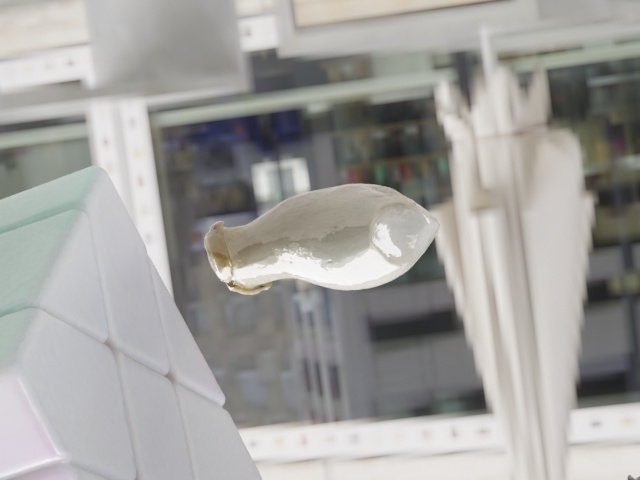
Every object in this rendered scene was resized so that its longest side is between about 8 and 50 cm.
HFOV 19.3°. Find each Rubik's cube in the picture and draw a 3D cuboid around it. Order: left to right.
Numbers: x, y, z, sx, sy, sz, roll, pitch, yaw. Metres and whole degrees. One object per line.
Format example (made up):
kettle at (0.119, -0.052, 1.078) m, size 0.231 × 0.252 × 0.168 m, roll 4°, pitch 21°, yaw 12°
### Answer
Rubik's cube at (-0.254, 0.182, 1.363) m, size 0.316 × 0.319 × 0.322 m, roll -20°, pitch -158°, yaw 13°

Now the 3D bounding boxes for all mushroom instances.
mushroom at (0.000, 0.002, 1.600) m, size 0.212 × 0.088 × 0.097 m, roll -8°, pitch -163°, yaw 23°

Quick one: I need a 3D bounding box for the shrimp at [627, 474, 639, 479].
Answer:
shrimp at (0.253, 0.167, 1.284) m, size 0.065 × 0.057 × 0.165 m, roll 12°, pitch 158°, yaw -40°
